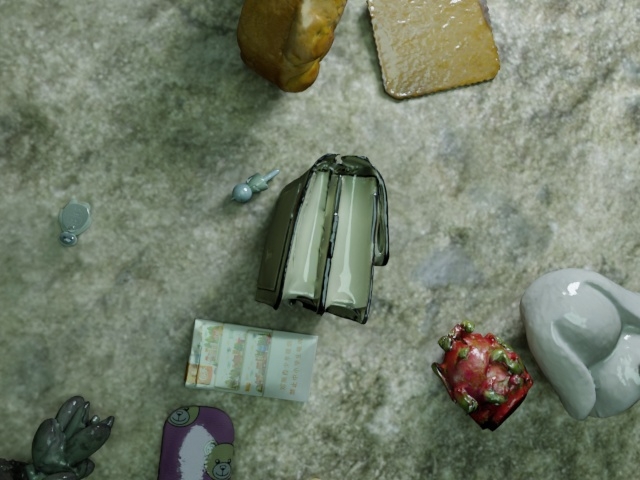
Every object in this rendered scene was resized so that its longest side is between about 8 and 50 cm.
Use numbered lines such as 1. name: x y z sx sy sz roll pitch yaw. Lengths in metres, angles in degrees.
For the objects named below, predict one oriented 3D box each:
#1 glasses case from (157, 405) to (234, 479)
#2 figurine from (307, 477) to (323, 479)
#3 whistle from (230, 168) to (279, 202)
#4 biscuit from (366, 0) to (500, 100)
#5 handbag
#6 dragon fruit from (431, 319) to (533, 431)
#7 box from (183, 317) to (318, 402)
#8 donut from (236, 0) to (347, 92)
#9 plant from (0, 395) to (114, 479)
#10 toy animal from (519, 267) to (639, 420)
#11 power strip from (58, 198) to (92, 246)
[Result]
1. glasses case: -0.218 0.439 1.456 0.123 0.076 0.316 5 87 -11
2. figurine: 0.024 0.492 1.496 0.196 0.114 0.108 30 59 -19
3. whistle: -0.116 -0.097 1.516 0.100 0.035 0.035 -33 94 -12
4. biscuit: 0.209 -0.391 1.588 0.237 0.013 0.232 -14 98 -13
5. handbag: 0.000 0.000 1.372 0.160 0.358 0.236 8 87 -9
6. dragon fruit: 0.279 0.236 1.523 0.172 0.167 0.160 42 123 22
7. box: -0.121 0.211 1.506 0.221 0.032 0.122 10 87 -12
8. donut: -0.024 -0.408 1.425 0.150 0.299 0.317 22 56 1
9. plant: -0.438 0.382 1.378 0.274 0.146 0.149 -53 141 -10
10. toy animal: 0.481 0.163 1.542 0.265 0.206 0.271 44 83 -11
11. power strip: -0.420 -0.027 1.459 0.055 0.035 0.083 17 72 -10
